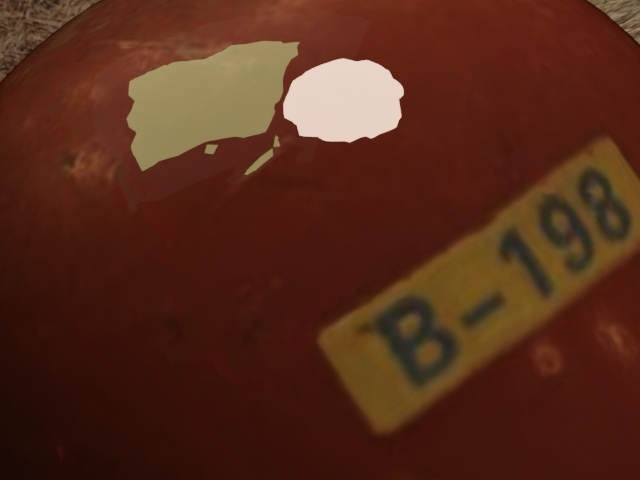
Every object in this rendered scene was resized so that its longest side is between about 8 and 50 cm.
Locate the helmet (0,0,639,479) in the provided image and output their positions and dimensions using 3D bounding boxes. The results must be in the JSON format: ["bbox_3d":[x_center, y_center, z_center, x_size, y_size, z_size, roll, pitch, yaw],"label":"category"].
[{"bbox_3d":[0.000,0.000,0.721,0.385,0.230,0.337,-31,12,-23],"label":"helmet"}]
